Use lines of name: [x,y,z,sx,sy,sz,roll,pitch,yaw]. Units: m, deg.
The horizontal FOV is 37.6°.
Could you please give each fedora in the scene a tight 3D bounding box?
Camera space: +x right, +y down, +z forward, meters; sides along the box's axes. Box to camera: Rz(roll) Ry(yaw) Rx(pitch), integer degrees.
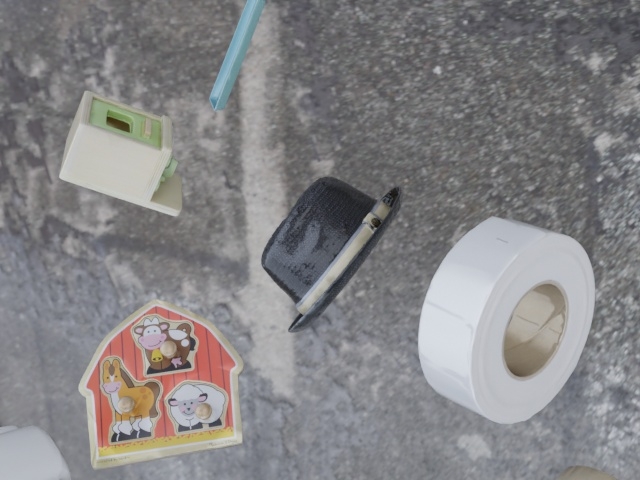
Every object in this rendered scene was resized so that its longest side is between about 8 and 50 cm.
fedora: [0.000,0.000,1.680,0.153,0.334,0.334,38,124,-1]

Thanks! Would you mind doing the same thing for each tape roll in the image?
tape roll: [0.271,0.113,1.347,0.100,0.286,0.286,22,118,46]

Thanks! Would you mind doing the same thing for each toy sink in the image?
toy sink: [-0.350,-0.166,1.760,0.234,0.152,0.131,19,118,-19]

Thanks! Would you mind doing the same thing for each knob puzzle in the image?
knob puzzle: [-0.185,0.154,1.089,0.213,0.213,0.030,36,158,19]

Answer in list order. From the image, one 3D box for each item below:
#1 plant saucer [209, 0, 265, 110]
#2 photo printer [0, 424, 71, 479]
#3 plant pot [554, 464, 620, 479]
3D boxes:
plant saucer: [-0.129,-0.295,1.459,0.018,0.067,0.192,16,111,-21]
photo printer: [-0.303,0.267,0.568,0.107,0.308,0.255,26,119,48]
plant pot: [0.345,0.502,1.317,0.256,0.274,0.256,42,152,28]
